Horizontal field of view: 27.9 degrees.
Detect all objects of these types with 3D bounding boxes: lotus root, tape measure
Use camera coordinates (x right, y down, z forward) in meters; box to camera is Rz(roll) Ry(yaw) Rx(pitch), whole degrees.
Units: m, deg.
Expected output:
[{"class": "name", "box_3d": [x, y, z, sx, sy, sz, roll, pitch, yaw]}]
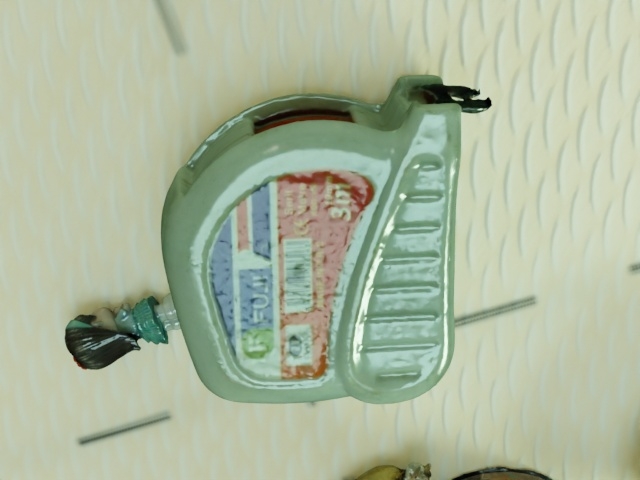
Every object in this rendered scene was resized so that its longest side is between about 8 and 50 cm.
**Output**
[{"class": "lotus root", "box_3d": [0.050, 0.246, 1.154, 0.152, 0.063, 0.072, -45, 76, 24]}, {"class": "tape measure", "box_3d": [0.001, 0.000, 0.997, 0.246, 0.125, 0.243, -1, 111, -3]}]

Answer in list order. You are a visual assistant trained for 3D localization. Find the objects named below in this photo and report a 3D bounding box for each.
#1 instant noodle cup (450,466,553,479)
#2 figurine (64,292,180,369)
[{"class": "instant noodle cup", "box_3d": [0.165, 0.328, 1.122, 0.217, 0.207, 0.217, 0, 118, 1]}, {"class": "figurine", "box_3d": [-0.163, 0.076, 1.081, 0.106, 0.047, 0.060, -19, 152, 1]}]
